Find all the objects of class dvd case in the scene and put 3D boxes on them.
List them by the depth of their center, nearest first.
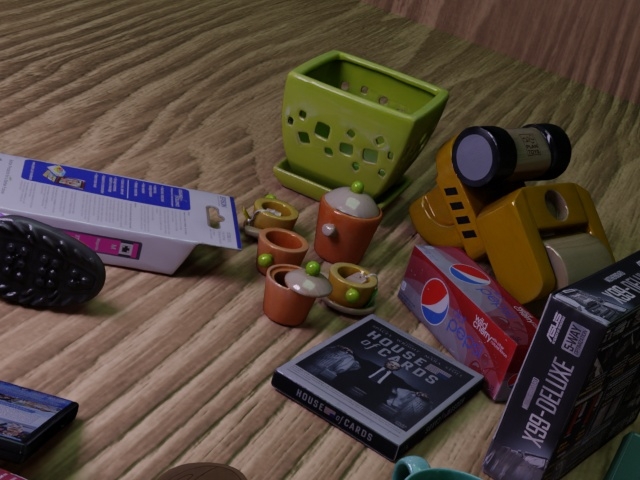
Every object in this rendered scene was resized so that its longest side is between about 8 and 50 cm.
[{"bbox_3d":[-0.336,0.155,1.091,0.180,0.022,0.253,16,-1,-2],"label":"dvd case"},{"bbox_3d":[0.076,0.173,1.431,0.179,0.029,0.238,29,27,23],"label":"dvd case"}]

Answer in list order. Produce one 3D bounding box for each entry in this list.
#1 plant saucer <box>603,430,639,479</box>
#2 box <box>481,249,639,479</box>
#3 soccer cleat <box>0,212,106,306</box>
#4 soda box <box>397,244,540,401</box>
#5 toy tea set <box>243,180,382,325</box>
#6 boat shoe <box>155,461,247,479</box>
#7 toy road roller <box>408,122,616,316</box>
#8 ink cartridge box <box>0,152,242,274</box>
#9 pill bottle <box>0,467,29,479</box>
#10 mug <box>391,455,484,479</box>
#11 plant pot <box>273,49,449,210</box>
[{"bbox_3d":[0.382,0.285,1.405,0.067,0.018,0.192,25,26,17],"label":"plant saucer"},{"bbox_3d":[0.332,0.149,1.392,0.076,0.242,0.307,31,29,28],"label":"box"},{"bbox_3d":[-0.411,-0.004,1.409,0.318,0.108,0.116,13,21,-3],"label":"soccer cleat"},{"bbox_3d":[0.212,0.106,1.582,0.083,0.092,0.263,2,28,-31],"label":"soda box"},{"bbox_3d":[0.000,0.000,1.631,0.200,0.124,0.336,12,25,-12],"label":"toy tea set"},{"bbox_3d":[-0.106,0.304,0.964,0.109,0.098,0.302,0,28,-4],"label":"boat shoe"},{"bbox_3d":[0.289,-0.022,1.838,0.202,0.240,0.329,-8,72,-43],"label":"toy road roller"},{"bbox_3d":[-0.298,-0.035,1.589,0.371,0.069,0.176,8,25,-13],"label":"ink cartridge box"},{"bbox_3d":[-0.282,0.243,0.943,0.221,0.121,0.121,21,25,8],"label":"pill bottle"},{"bbox_3d":[0.124,0.292,1.129,0.129,0.097,0.158,17,24,0],"label":"mug"},{"bbox_3d":[0.058,-0.171,1.931,0.228,0.207,0.227,23,26,13],"label":"plant pot"}]
